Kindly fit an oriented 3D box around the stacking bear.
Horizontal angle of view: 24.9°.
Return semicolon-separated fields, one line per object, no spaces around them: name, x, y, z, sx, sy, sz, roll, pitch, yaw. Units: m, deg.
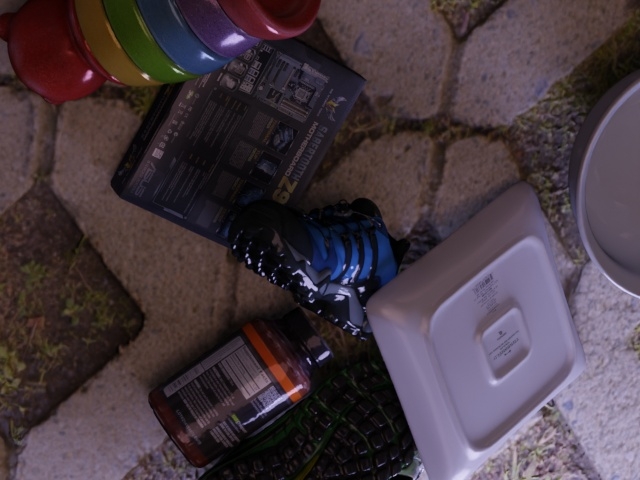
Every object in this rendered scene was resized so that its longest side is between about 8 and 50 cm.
stacking bear;-0.171;-0.218;1.377;0.289;0.164;0.175;-18;127;26

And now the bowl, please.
bowl;0.398;-0.086;1.663;0.298;0.134;0.297;-6;110;-17

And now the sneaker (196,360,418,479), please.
sneaker;-0.029;0.243;1.651;0.344;0.146;0.134;-28;95;-23

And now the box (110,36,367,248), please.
box;-0.086;-0.114;1.527;0.183;0.059;0.232;25;100;-27

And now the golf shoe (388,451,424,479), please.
golf shoe;0.110;0.261;1.718;0.176;0.086;0.069;-30;114;-8

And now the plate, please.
plate;0.197;0.114;1.660;0.277;0.045;0.278;-36;119;-28

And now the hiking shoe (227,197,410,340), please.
hiking shoe;0.000;0.000;1.533;0.132;0.113;0.304;-60;154;-6

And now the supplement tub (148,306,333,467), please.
supplement tub;-0.084;0.157;1.603;0.198;0.106;0.106;-34;116;-5
